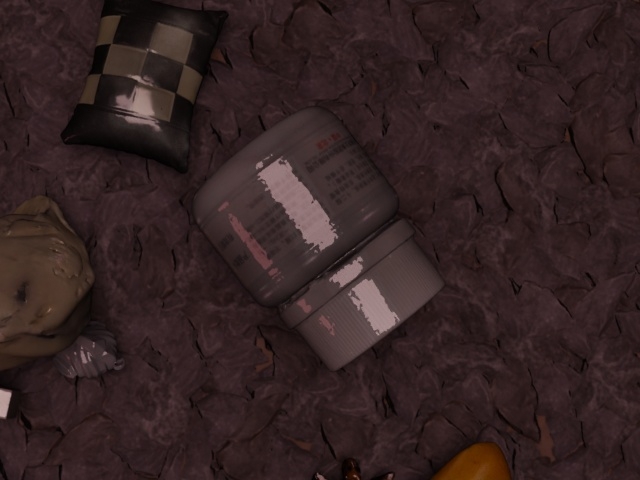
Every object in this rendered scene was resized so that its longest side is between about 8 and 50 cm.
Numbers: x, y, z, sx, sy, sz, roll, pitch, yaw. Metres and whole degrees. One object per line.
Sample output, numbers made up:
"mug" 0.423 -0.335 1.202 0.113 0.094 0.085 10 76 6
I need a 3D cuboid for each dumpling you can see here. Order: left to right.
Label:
"dumpling" -0.424 0.088 1.684 0.243 0.318 0.187 -40 114 22

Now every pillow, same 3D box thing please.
"pillow" -0.247 -0.232 1.772 0.186 0.106 0.250 15 79 -3

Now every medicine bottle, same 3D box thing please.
"medicine bottle" 0.000 0.000 1.696 0.245 0.245 0.306 -37 88 -6

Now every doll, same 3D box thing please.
"doll" -0.352 0.143 1.748 0.180 0.079 0.094 20 59 11

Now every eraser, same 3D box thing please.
"eraser" -0.525 0.202 1.719 0.212 0.092 0.046 13 83 -4

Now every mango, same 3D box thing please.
"mango" 0.196 0.380 1.732 0.145 0.112 0.219 37 76 -25

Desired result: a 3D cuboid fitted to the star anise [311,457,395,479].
"star anise" 0.029 0.416 1.737 0.177 0.073 0.234 40 67 -7
